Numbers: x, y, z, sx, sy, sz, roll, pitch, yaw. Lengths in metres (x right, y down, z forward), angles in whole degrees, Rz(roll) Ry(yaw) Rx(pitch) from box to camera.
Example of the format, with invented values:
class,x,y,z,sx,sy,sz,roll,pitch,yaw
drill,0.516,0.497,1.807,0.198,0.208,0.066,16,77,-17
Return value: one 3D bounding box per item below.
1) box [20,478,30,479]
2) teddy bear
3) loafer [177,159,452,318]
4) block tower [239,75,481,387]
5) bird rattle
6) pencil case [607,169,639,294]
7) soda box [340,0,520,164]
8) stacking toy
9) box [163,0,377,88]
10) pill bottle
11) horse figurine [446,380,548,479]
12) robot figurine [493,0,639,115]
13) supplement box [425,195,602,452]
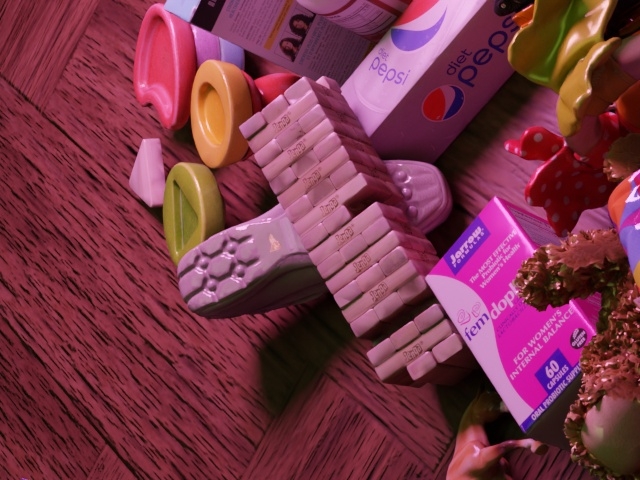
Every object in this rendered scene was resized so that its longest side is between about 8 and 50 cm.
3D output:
class,x,y,z,sx,sy,sz,roll,pitch,yaw
box,-0.339,0.377,2.196,0.137,0.072,0.126,-57,39,14
teddy bear,0.286,0.071,1.514,0.113,0.245,0.338,88,173,-52
loafer,0.000,0.000,1.952,0.319,0.111,0.112,-20,73,23
block tower,0.040,-0.008,1.816,0.091,0.097,0.335,-37,68,18
bird rattle,0.269,-0.110,1.630,0.207,0.253,0.143,-14,50,2
pencil case,0.292,0.048,1.404,0.104,0.104,0.236,-39,46,31
soda box,0.142,-0.204,1.890,0.286,0.098,0.091,-49,42,23
stacking toy,-0.115,-0.124,2.184,0.309,0.130,0.279,-127,40,-50
box,-0.044,-0.243,2.004,0.060,0.244,0.100,31,97,51
pill bottle,0.045,-0.280,1.942,0.121,0.216,0.121,-24,56,41
horse figurine,0.144,0.266,1.684,0.174,0.066,0.263,13,89,64
robot figurine,0.300,-0.228,1.664,0.291,0.211,0.085,-30,19,38
supplement box,0.205,0.078,1.672,0.111,0.114,0.220,-52,40,18
